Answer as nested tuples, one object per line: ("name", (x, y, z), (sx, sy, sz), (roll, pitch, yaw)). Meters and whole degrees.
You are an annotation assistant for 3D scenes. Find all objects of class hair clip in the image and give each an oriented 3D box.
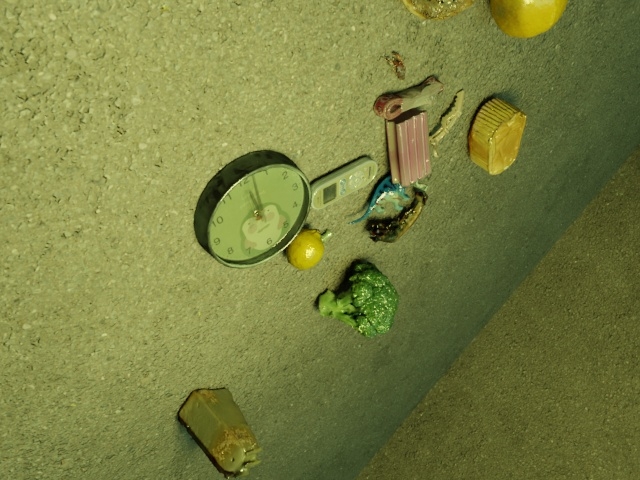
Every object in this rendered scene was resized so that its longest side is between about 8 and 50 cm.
("hair clip", (0.393, -0.359, 1.635), (0.226, 0.072, 0.034), (-55, 148, 8))

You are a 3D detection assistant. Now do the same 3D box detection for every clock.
("clock", (-0.161, -0.070, 1.330), (0.318, 0.066, 0.319), (-27, 140, -26))

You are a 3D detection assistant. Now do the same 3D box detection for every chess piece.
("chess piece", (0.000, 0.000, 1.592), (0.093, 0.042, 0.042), (-40, 145, -20))

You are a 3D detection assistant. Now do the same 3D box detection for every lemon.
("lemon", (-0.044, 0.022, 1.505), (0.133, 0.109, 0.109), (-50, 146, 14))
("lemon", (0.553, -0.657, 1.405), (0.204, 0.204, 0.260), (-42, 142, -9))

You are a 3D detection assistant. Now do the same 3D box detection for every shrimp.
("shrimp", (0.200, -0.455, 1.373), (0.038, 0.029, 0.092), (-51, 141, 6))
("shrimp", (0.266, -0.074, 1.741), (0.290, 0.054, 0.222), (-12, 144, -56))

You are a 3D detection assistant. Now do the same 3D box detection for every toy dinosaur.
("toy dinosaur", (0.220, -0.151, 1.649), (0.329, 0.076, 0.144), (-53, 135, 0))

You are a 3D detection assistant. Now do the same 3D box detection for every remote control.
("remote control", (0.060, -0.164, 1.490), (0.244, 0.047, 0.087), (-29, 144, -25))

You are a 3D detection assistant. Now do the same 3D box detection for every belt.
("belt", (0.246, -0.389, 1.465), (0.232, 0.053, 0.071), (-27, 133, -27))

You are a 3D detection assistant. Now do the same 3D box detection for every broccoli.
("broccoli", (0.129, 0.208, 1.783), (0.270, 0.270, 0.270), (-8, 141, 5))

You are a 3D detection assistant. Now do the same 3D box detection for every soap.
("soap", (0.257, -0.270, 1.540), (0.122, 0.065, 0.203), (-28, 126, -25))

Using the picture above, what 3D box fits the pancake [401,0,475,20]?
("pancake", (0.292, -0.693, 1.194), (0.386, 0.082, 0.387), (-24, 136, -25))

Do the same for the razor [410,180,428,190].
("razor", (0.304, -0.244, 1.668), (0.037, 0.068, 0.191), (-37, 138, -31))

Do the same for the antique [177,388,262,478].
("antique", (-0.300, 0.597, 1.635), (0.150, 0.284, 0.125), (16, 111, -54))

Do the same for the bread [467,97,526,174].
("bread", (0.591, -0.354, 1.795), (0.179, 0.133, 0.250), (-37, 143, -13))
